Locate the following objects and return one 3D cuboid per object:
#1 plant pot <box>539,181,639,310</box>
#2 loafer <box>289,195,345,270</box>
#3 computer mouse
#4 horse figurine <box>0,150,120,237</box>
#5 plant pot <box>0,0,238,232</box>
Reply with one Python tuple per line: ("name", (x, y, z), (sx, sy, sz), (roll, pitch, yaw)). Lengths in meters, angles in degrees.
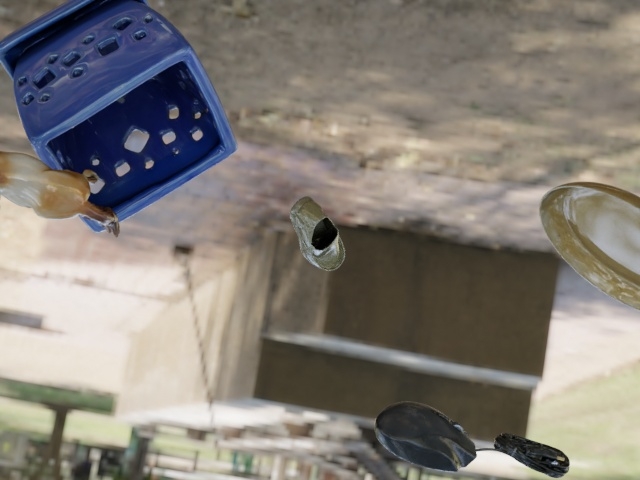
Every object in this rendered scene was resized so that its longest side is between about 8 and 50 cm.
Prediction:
("plant pot", (0.377, 0.006, 1.665), (0.236, 0.032, 0.236), (35, 160, 15))
("loafer", (0.000, 0.000, 1.884), (0.050, 0.056, 0.148), (43, 170, 40))
("computer mouse", (0.155, 0.193, 1.315), (0.242, 0.041, 0.071), (13, -159, -35))
("horse figurine", (-0.345, -0.071, 1.576), (0.263, 0.066, 0.174), (23, -171, -15))
("plant pot", (-0.275, -0.191, 1.771), (0.236, 0.212, 0.236), (-31, 149, -4))
